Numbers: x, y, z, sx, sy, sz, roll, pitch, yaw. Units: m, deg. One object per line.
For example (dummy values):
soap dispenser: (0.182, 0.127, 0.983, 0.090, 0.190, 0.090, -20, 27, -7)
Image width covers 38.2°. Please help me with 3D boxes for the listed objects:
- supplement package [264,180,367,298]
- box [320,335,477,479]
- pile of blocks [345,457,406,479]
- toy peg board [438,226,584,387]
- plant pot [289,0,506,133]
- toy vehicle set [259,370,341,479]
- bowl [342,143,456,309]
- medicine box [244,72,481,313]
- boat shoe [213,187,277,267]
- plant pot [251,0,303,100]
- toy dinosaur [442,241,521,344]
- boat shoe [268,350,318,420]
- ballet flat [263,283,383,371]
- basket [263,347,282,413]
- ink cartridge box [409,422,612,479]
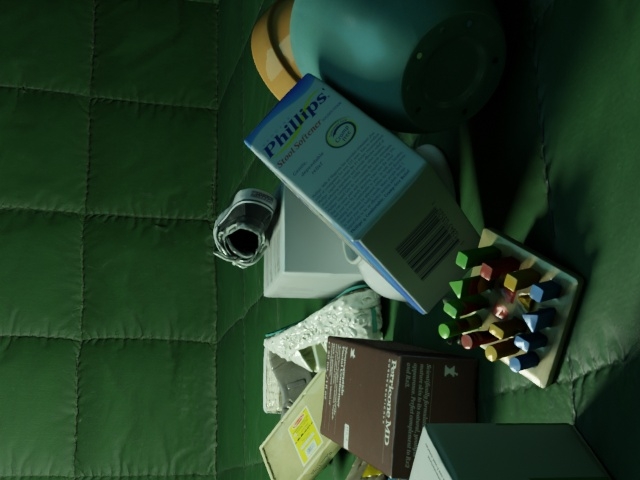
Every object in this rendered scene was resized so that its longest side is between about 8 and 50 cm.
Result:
supplement package: (0.000, 0.000, 1.882, 0.263, 0.199, 0.198, 130, 141, -72)
box: (0.119, 0.272, 1.559, 0.381, 0.143, 0.191, 174, 101, -72)
pile of blocks: (0.143, 0.464, 1.555, 0.113, 0.149, 0.362, 53, -176, -16)
toy peg board: (0.234, 0.091, 1.197, 0.160, 0.079, 0.161, 35, 124, 43)
plant pot: (0.135, -0.294, 1.381, 0.235, 0.293, 0.293, 49, 136, 45)
toy vehicle set: (-0.025, 0.419, 1.994, 0.267, 0.035, 0.166, -53, 36, 19)
bowl: (0.120, -0.027, 1.624, 0.298, 0.134, 0.298, -176, 90, -75)
medicine box: (0.070, -0.069, 1.378, 0.149, 0.263, 0.289, -47, 51, -1)
boat shoe: (-0.159, 0.000, 1.883, 0.306, 0.113, 0.105, 139, 148, -63)
plant pot: (0.041, -0.386, 1.755, 0.203, 0.290, 0.291, -41, 46, 46)
toy dinosaur: (0.233, 0.091, 1.342, 0.268, 0.064, 0.118, 124, 160, -61)
boat shoe: (-0.030, 0.373, 2.148, 0.116, 0.123, 0.325, 29, -130, -71)
ballet flat: (0.002, 0.207, 1.935, 0.409, 0.147, 0.147, -34, 54, 58)
basket: (-0.074, 0.338, 2.268, 0.103, 0.113, 0.167, 150, 122, -69)
ink cartridge box: (0.205, 0.367, 1.128, 0.117, 0.201, 0.278, -116, 33, -60)
